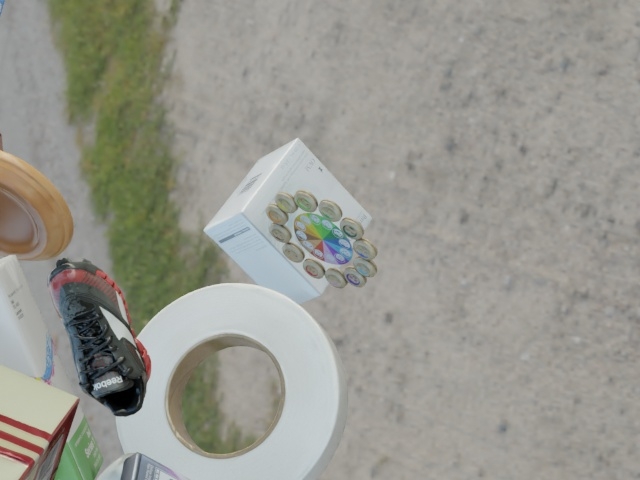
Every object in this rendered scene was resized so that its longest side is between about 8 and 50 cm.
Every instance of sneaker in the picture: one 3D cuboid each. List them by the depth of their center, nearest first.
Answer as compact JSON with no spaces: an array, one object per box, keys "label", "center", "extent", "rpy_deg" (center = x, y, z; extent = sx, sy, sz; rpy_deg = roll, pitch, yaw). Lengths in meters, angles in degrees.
[{"label":"sneaker","center":[-0.320,0.151,1.781],"extent":[0.135,0.098,0.276],"rpy_deg":[-104,-4,-54]}]

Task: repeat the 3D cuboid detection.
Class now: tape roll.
[{"label":"tape roll","center":[-0.148,0.263,2.004],"extent":[0.392,0.072,0.391],"rpy_deg":[-5,70,13]}]

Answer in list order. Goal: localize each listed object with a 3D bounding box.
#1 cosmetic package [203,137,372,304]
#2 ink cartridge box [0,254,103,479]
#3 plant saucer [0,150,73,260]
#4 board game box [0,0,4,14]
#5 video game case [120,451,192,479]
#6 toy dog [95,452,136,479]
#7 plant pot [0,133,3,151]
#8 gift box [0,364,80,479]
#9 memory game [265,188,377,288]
[{"label":"cosmetic package","center":[-0.057,-0.030,2.313],"extent":[0.138,0.224,0.224],"rpy_deg":[-23,26,49]},{"label":"ink cartridge box","center":[-0.400,0.180,1.395],"extent":[0.117,0.201,0.278],"rpy_deg":[-90,-21,-81]},{"label":"plant saucer","center":[-0.440,-0.042,1.690],"extent":[0.200,0.200,0.037],"rpy_deg":[-41,14,47]},{"label":"board game box","center":[-0.526,-0.340,1.767],"extent":[0.160,0.039,0.211],"rpy_deg":[47,128,28]},{"label":"video game case","center":[-0.069,0.322,1.030],"extent":[0.026,0.274,0.196],"rpy_deg":[-34,36,34]},{"label":"toy dog","center":[-0.321,0.439,1.782],"extent":[0.334,0.161,0.220],"rpy_deg":[-24,42,50]},{"label":"plant pot","center":[-0.665,-0.165,1.852],"extent":[0.236,0.267,0.267],"rpy_deg":[-43,5,-13]},{"label":"gift box","center":[-0.409,0.221,1.198],"extent":[0.255,0.258,0.276],"rpy_deg":[-65,-4,-70]},{"label":"memory game","center":[0.000,0.000,1.724],"extent":[0.186,0.186,0.012],"rpy_deg":[-27,21,54]}]
